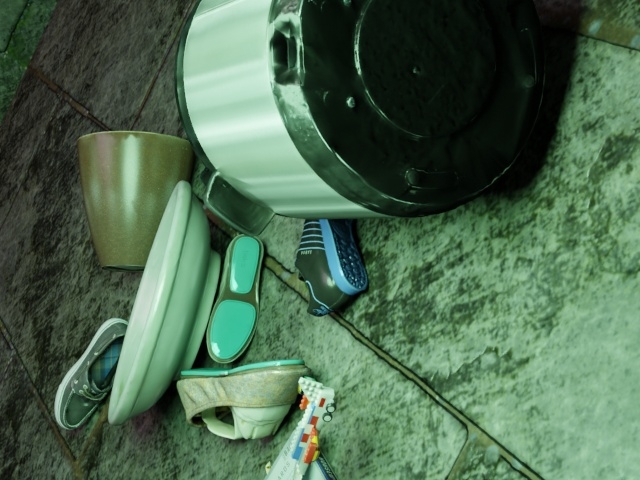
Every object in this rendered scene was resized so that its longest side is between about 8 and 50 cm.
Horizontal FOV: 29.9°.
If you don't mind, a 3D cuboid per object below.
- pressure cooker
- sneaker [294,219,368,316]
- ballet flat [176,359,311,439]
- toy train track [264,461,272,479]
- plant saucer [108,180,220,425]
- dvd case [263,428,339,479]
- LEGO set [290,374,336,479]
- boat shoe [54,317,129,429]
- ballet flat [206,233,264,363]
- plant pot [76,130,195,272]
[{"bbox_3d":[0.023,-0.210,1.482,0.420,0.370,0.375,0,104,60],"label":"pressure cooker"},{"bbox_3d":[0.000,0.000,1.678,0.090,0.081,0.232,-38,41,29],"label":"sneaker"},{"bbox_3d":[-0.104,0.227,1.695,0.316,0.107,0.106,-16,77,59],"label":"ballet flat"},{"bbox_3d":[-0.062,0.308,1.634,0.083,0.014,0.048,-53,33,21],"label":"toy train track"},{"bbox_3d":[-0.236,0.108,1.898,0.400,0.100,0.400,-164,90,-80],"label":"plant saucer"},{"bbox_3d":[-0.027,0.377,1.516,0.179,0.029,0.238,-59,31,14],"label":"dvd case"},{"bbox_3d":[-0.032,0.272,1.458,0.182,0.060,0.244,131,152,-67],"label":"LEGO set"},{"bbox_3d":[-0.404,0.250,2.162,0.228,0.080,0.076,-57,29,3],"label":"boat shoe"},{"bbox_3d":[-0.128,0.095,1.850,0.068,0.072,0.213,114,168,-68],"label":"ballet flat"},{"bbox_3d":[-0.337,-0.061,2.163,0.215,0.215,0.230,-12,74,55],"label":"plant pot"}]
